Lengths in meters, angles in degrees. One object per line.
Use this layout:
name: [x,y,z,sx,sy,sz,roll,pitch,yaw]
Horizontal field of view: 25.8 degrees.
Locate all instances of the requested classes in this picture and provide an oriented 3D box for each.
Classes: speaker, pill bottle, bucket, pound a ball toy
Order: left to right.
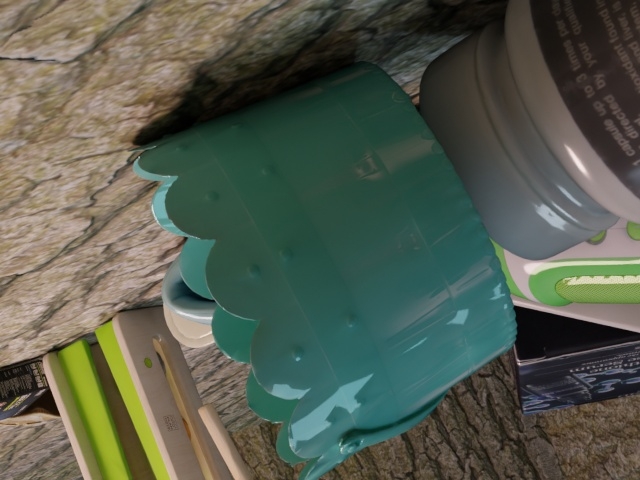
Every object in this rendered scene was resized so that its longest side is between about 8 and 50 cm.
pound a ball toy: [-0.146,0.228,1.547,0.208,0.319,0.135,-29,168,27]
bucket: [0.003,0.017,1.009,0.183,0.281,0.281,-27,170,-8]
speaker: [0.278,-0.010,1.086,0.296,0.131,0.131,-2,-174,43]
pill bottle: [0.255,-0.135,0.931,0.361,0.204,0.204,-30,167,33]

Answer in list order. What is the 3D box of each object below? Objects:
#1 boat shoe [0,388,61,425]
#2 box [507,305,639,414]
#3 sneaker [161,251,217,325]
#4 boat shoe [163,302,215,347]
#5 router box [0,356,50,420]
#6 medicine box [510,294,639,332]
boat shoe: [-0.357,0.202,1.725,0.045,0.050,0.135,-27,159,35]
box: [0.391,0.083,1.901,0.293,0.212,0.395,-12,163,6]
sneaker: [0.000,0.000,1.249,0.366,0.135,0.150,-33,169,38]
boat shoe: [-0.021,0.030,1.432,0.305,0.109,0.091,-22,172,30]
router box: [-0.372,0.179,1.595,0.092,0.038,0.122,-16,167,-37]
medicine box: [0.275,-0.004,1.435,0.263,0.149,0.289,12,-174,23]
